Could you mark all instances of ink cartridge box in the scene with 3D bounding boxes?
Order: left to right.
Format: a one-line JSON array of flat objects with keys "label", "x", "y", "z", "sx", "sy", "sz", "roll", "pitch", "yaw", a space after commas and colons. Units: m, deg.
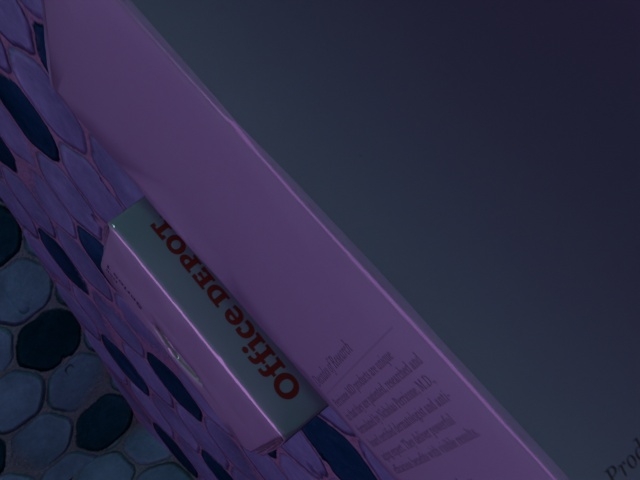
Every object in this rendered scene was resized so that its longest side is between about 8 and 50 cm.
[{"label": "ink cartridge box", "x": 0.000, "y": 0.000, "z": 0.617, "sx": 0.160, "sy": 0.219, "sz": 0.092, "roll": 49, "pitch": 159, "yaw": 4}]

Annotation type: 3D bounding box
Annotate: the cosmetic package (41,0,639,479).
[{"label": "cosmetic package", "x": 0.079, "y": -0.022, "z": 0.436, "sx": 0.385, "sy": 0.217, "sz": 0.156, "roll": 49, "pitch": 159, "yaw": 10}]
